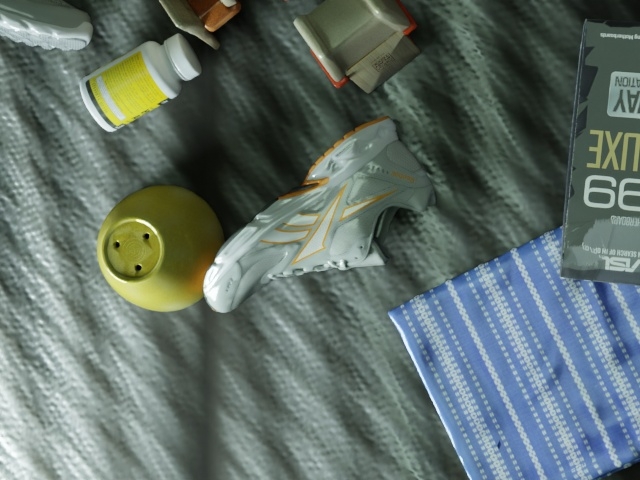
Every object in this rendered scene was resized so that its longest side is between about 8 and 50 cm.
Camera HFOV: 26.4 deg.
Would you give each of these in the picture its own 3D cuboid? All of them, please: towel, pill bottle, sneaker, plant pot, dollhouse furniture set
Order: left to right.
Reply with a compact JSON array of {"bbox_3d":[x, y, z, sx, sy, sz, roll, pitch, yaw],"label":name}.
[{"bbox_3d":[-0.355,-0.292,1.432,0.281,0.105,0.115,28,90,8],"label":"sneaker"},{"bbox_3d":[-0.184,-0.166,1.413,0.116,0.065,0.065,-28,85,13],"label":"pill bottle"},{"bbox_3d":[-0.176,0.009,1.398,0.134,0.095,0.134,0,90,14],"label":"plant pot"},{"bbox_3d":[-0.017,-0.278,1.362,0.262,0.135,0.259,-37,71,11],"label":"dollhouse furniture set"},{"bbox_3d":[0.000,0.000,1.359,0.262,0.099,0.121,-41,86,11],"label":"sneaker"},{"bbox_3d":[0.264,0.105,1.326,0.336,0.040,0.243,-27,84,12],"label":"towel"}]

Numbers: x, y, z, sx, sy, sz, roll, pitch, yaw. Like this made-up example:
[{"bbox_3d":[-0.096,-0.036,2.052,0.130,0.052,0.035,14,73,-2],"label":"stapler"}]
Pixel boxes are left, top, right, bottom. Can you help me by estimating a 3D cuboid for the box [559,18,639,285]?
[{"bbox_3d":[0.383,-0.069,1.243,0.307,0.076,0.242,7,91,15],"label":"box"}]
